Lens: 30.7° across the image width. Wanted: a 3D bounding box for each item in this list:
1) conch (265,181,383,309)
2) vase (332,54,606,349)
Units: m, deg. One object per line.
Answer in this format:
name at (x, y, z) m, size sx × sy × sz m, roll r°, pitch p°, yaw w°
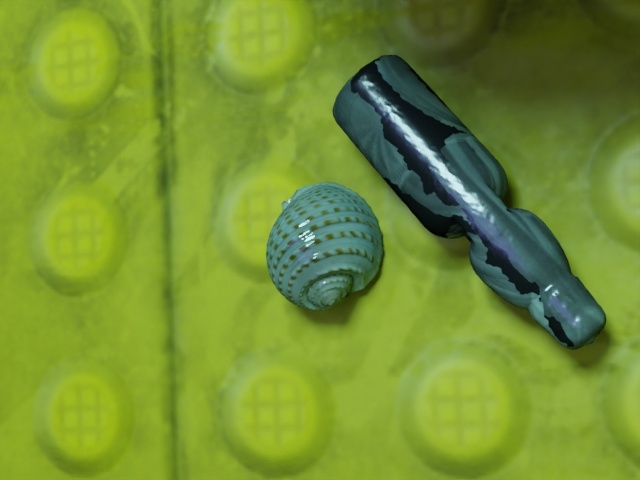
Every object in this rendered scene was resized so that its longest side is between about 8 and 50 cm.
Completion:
conch at (0.000, 0.000, 0.737) m, size 0.076 × 0.056 × 0.085 m, roll -24°, pitch 78°, yaw 7°
vase at (0.091, -0.020, 0.694) m, size 0.060 × 0.060 × 0.211 m, roll -44°, pitch 70°, yaw 15°
